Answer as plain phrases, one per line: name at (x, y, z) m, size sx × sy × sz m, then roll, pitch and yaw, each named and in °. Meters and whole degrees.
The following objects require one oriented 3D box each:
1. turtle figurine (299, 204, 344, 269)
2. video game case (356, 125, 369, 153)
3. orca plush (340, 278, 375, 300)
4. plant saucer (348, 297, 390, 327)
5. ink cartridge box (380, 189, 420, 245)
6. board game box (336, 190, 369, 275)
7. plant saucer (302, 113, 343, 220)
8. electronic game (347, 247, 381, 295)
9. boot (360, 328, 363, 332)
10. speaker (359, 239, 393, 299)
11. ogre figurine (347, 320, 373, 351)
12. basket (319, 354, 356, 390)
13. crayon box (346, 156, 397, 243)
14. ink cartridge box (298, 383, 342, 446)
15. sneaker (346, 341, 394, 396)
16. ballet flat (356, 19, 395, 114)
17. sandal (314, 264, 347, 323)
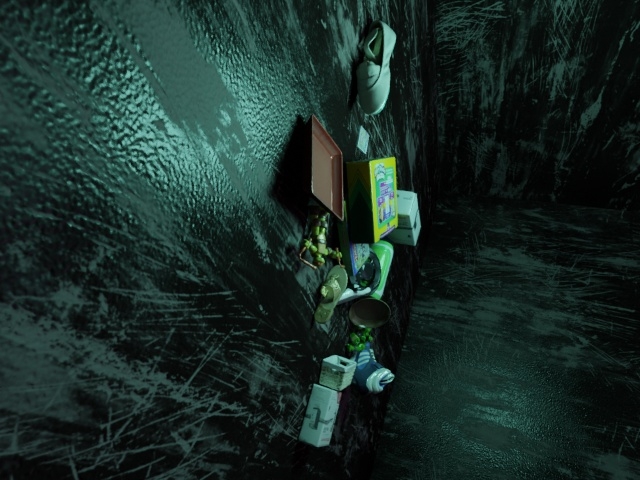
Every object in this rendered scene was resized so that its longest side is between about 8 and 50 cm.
turtle figurine at (0.000, 0.000, 1.423) m, size 0.269 × 0.087 × 0.217 m, roll 16°, pitch 74°, yaw -53°
video game case at (0.179, -0.425, 1.793) m, size 0.122 × 0.011 × 0.087 m, roll 11°, pitch 88°, yaw -68°
orca plush at (0.123, 0.191, 1.778) m, size 0.287 × 0.151 × 0.102 m, roll -14°, pitch 69°, yaw -39°
plant saucer at (0.232, 0.338, 2.015) m, size 0.036 × 0.199 × 0.198 m, roll -86°, pitch 171°, yaw -54°
ink cartridge box at (0.360, -0.112, 2.079) m, size 0.307 × 0.223 × 0.129 m, roll 61°, pitch 44°, yaw -57°
board game box at (0.134, -0.041, 1.738) m, size 0.213 × 0.046 × 0.317 m, roll -45°, pitch 131°, yaw -57°
plant saucer at (0.006, -0.217, 1.327) m, size 0.258 × 0.048 × 0.259 m, roll 35°, pitch 50°, yaw -61°
electronic game at (0.203, 0.140, 1.932) m, size 0.229 × 0.048 × 0.229 m, roll 8°, pitch 79°, yaw -43°
boot at (0.241, 0.450, 2.242) m, size 0.084 × 0.059 × 0.158 m, roll 82°, pitch 26°, yaw -47°
speaker at (0.270, 0.151, 2.085) m, size 0.131 × 0.131 × 0.296 m, roll 61°, pitch 43°, yaw -57°
ogre figurine at (0.201, 0.469, 2.110) m, size 0.118 × 0.097 × 0.197 m, roll 42°, pitch 42°, yaw -44°
basket at (0.072, 0.563, 1.803) m, size 0.167 × 0.113 × 0.103 m, roll 22°, pitch 83°, yaw -68°
crayon box at (0.221, -0.178, 1.740) m, size 0.363 × 0.106 × 0.313 m, roll -28°, pitch 115°, yaw -63°
ink cartridge box at (0.002, 0.710, 1.714) m, size 0.158 × 0.092 × 0.217 m, roll 52°, pitch 53°, yaw -61°
sneaker at (0.269, 0.644, 2.143) m, size 0.323 × 0.236 × 0.130 m, roll -46°, pitch 140°, yaw -54°
ballet flat at (0.198, -0.672, 1.619) m, size 0.139 × 0.139 × 0.400 m, roll 51°, pitch 48°, yaw -62°
sandal at (0.036, 0.194, 1.593) m, size 0.079 × 0.088 × 0.240 m, roll 64°, pitch 45°, yaw -64°
